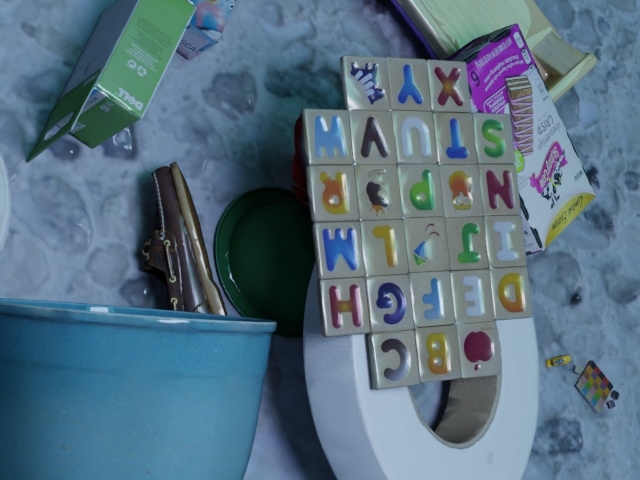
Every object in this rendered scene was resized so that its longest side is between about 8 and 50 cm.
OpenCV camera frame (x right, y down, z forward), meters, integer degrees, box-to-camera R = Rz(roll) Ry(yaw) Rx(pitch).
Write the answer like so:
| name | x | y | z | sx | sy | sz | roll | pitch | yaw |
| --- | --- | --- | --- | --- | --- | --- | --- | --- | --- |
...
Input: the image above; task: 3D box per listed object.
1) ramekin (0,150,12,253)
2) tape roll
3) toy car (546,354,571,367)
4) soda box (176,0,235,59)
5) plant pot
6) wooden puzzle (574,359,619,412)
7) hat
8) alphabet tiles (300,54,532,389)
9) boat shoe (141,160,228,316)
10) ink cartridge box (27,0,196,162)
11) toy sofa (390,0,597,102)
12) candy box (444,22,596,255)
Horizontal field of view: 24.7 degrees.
| name | x | y | z | sx | sy | sz | roll | pitch | yaw |
| --- | --- | --- | --- | --- | --- | --- | --- | --- | --- |
| ramekin | -0.401 | -0.035 | 1.304 | 0.273 | 0.127 | 0.272 | 13 | 69 | -35 |
| tape roll | 0.123 | 0.132 | 1.630 | 0.392 | 0.072 | 0.392 | 15 | 71 | -52 |
| toy car | 0.266 | 0.125 | 1.827 | 0.122 | 0.040 | 0.060 | 7 | 72 | -36 |
| soda box | -0.123 | -0.296 | 1.640 | 0.058 | 0.063 | 0.183 | 33 | 58 | -26 |
| plant pot | -0.186 | 0.189 | 1.334 | 0.272 | 0.272 | 0.255 | 6 | 88 | -36 |
| wooden puzzle | 0.356 | 0.190 | 1.899 | 0.083 | 0.006 | 0.049 | 50 | 53 | -15 |
| hat | 0.000 | 0.000 | 1.566 | 0.208 | 0.183 | 0.173 | 23 | 64 | -31 |
| alphabet tiles | 0.106 | -0.023 | 1.526 | 0.285 | 0.011 | 0.342 | -2 | 84 | -37 |
| boat shoe | -0.150 | 0.022 | 1.519 | 0.073 | 0.073 | 0.207 | -16 | 78 | 0 |
| ink cartridge box | -0.213 | -0.162 | 1.500 | 0.062 | 0.109 | 0.209 | 35 | 58 | -24 |
| toy sofa | 0.161 | -0.306 | 1.830 | 0.150 | 0.177 | 0.362 | -42 | 104 | -13 |
| candy box | 0.217 | -0.114 | 1.692 | 0.159 | 0.071 | 0.233 | -40 | 108 | -47 |
